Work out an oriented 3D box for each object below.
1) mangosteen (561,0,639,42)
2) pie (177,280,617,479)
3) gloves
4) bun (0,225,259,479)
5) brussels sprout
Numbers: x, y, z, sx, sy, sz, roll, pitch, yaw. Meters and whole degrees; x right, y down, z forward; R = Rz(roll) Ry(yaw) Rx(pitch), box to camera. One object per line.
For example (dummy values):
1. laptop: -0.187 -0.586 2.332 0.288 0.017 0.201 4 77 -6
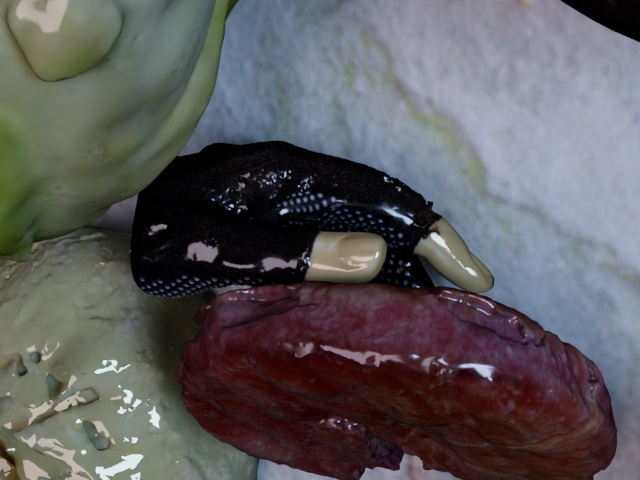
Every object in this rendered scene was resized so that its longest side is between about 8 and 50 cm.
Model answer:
1. mangosteen: 0.149 -0.172 0.290 0.228 0.265 0.228 0 77 -2
2. pie: 0.034 0.078 0.498 0.218 0.204 0.054 1 62 22
3. gloves: 0.000 -0.002 0.528 0.180 0.106 0.129 4 151 4
4. bun: -0.171 0.123 0.636 0.259 0.152 0.259 9 111 25
5. brussels sprout: -0.158 -0.140 0.468 0.316 0.242 0.274 -40 40 36
